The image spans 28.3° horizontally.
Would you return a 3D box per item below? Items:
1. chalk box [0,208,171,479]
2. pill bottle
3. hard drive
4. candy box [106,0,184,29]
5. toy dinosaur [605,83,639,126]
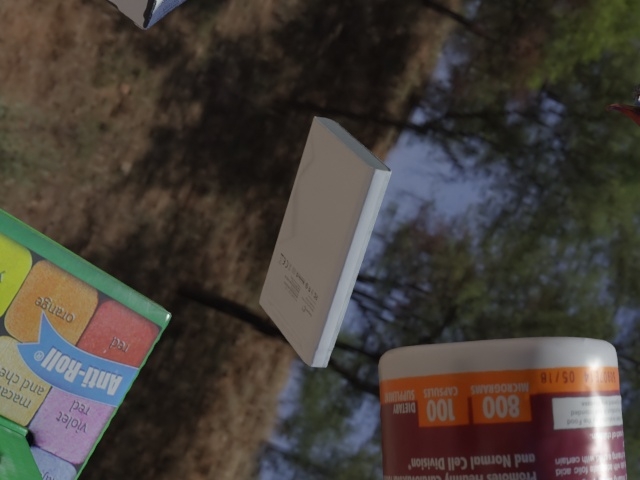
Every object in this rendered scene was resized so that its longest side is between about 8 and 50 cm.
[{"bbox_3d":[-0.215,0.055,0.634,0.289,0.180,0.179,17,-106,53],"label":"chalk box"},{"bbox_3d":[0.170,0.291,1.150,0.224,0.224,0.392,146,-58,-73],"label":"pill bottle"},{"bbox_3d":[0.000,0.000,1.836,0.203,0.040,0.308,47,-55,54],"label":"hard drive"},{"bbox_3d":[-0.159,-0.293,0.995,0.070,0.165,0.196,-48,171,-44],"label":"candy box"},{"bbox_3d":[0.351,-0.125,1.343,0.090,0.082,0.047,-24,-163,2],"label":"toy dinosaur"}]
